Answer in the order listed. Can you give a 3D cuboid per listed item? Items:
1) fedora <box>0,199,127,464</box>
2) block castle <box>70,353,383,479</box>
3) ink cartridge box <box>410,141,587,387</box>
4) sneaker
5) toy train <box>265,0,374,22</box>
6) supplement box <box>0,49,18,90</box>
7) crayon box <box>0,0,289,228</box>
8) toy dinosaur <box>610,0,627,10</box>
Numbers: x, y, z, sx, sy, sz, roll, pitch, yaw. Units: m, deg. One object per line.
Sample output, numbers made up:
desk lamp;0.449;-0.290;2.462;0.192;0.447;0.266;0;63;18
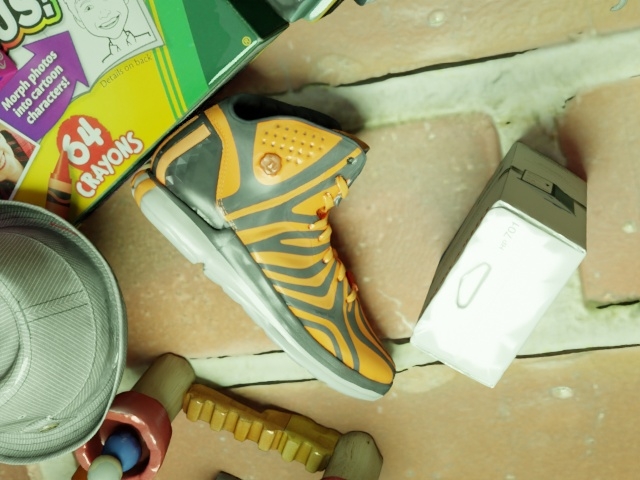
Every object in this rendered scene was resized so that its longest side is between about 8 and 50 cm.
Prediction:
fedora;-0.304;0.090;0.881;0.275;0.124;0.243;-15;90;26
block castle;-0.143;0.371;1.033;0.303;0.213;0.453;23;113;5
ink cartridge box;0.152;0.013;0.843;0.082;0.190;0.139;30;114;1
sneaker;0.000;0.000;0.913;0.180;0.124;0.321;-44;115;2
toy train;-0.071;-0.308;0.780;0.334;0.190;0.142;45;113;-5
supplement box;-0.382;-0.105;0.859;0.114;0.111;0.220;47;116;-5
crayon box;-0.266;-0.188;0.915;0.363;0.106;0.313;-40;97;24
toy dinosaur;0.267;-0.306;0.699;0.160;0.121;0.313;-3;122;20
